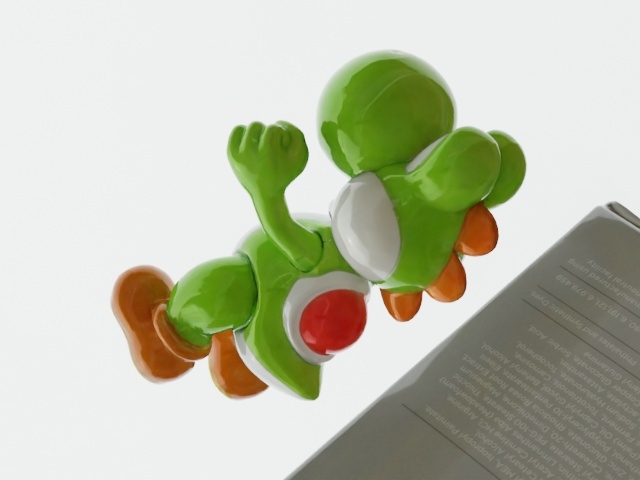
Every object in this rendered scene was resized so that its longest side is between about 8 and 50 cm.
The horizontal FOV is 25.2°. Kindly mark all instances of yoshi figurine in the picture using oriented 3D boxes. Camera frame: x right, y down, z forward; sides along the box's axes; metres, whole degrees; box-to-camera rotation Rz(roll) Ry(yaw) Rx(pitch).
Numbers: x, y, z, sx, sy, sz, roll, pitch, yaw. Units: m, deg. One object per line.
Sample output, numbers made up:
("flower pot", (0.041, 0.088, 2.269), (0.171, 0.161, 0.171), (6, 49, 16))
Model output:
("yoshi figurine", (-0.001, -0.022, 1.146), (0.203, 0.362, 0.203), (49, -146, -12))

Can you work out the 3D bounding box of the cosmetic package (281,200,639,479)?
("cosmetic package", (0.043, 0.114, 0.430), (0.238, 0.107, 0.127), (-34, -36, -23))
